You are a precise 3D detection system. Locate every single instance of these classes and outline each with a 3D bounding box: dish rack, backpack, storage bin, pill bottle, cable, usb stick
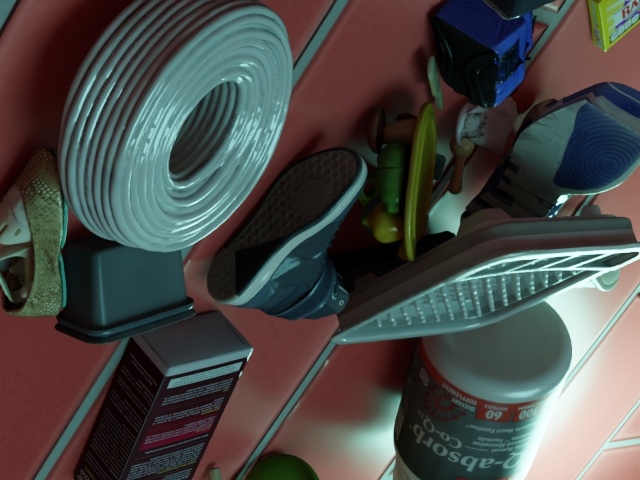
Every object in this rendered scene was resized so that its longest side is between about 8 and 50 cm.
[{"bbox_3d":[0.189,0.036,1.820,0.285,0.072,0.333,-4,162,-39],"label":"dish rack"},{"bbox_3d":[0.186,-0.210,1.707,0.101,0.098,0.120,-38,150,-20],"label":"backpack"},{"bbox_3d":[-0.199,0.036,1.550,0.135,0.098,0.091,-15,112,-42],"label":"storage bin"},{"bbox_3d":[0.218,0.246,2.223,0.210,0.210,0.363,-26,146,-30],"label":"pill bottle"},{"bbox_3d":[-0.127,-0.109,1.392,0.257,0.089,0.257,-24,140,-55],"label":"cable"},{"bbox_3d":[0.074,0.038,1.937,0.278,0.045,0.077,-12,137,-45],"label":"usb stick"}]

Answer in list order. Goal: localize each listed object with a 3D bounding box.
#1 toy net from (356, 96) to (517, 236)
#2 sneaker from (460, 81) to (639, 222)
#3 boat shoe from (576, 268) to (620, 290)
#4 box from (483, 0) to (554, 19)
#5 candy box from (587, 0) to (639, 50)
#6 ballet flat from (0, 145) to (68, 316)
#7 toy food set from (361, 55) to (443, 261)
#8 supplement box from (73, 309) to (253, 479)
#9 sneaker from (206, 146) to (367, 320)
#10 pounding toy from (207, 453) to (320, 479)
[{"bbox_3d":[0.132,-0.103,1.841,0.232,0.045,0.122,-43,123,-8],"label":"toy net"},{"bbox_3d":[0.292,-0.120,1.885,0.315,0.127,0.182,-47,-170,52],"label":"sneaker"},{"bbox_3d":[0.351,0.018,2.224,0.305,0.091,0.109,7,81,-60],"label":"boat shoe"},{"bbox_3d":[0.242,-0.442,1.360,0.293,0.212,0.395,-26,146,-29],"label":"box"},{"bbox_3d":[0.413,-0.331,1.917,0.206,0.027,0.105,-41,148,-8],"label":"candy box"},{"bbox_3d":[-0.269,0.001,1.428,0.067,0.073,0.206,-14,137,-21],"label":"ballet flat"},{"bbox_3d":[0.086,-0.086,1.733,0.128,0.071,0.218,52,45,-72],"label":"toy food set"},{"bbox_3d":[-0.183,0.200,1.787,0.130,0.073,0.239,-10,135,-45],"label":"supplement box"},{"bbox_3d":[-0.001,-0.001,1.732,0.226,0.086,0.163,-44,143,18],"label":"sneaker"},{"bbox_3d":[-0.040,0.385,2.089,0.237,0.110,0.183,3,89,-52],"label":"pounding toy"}]
